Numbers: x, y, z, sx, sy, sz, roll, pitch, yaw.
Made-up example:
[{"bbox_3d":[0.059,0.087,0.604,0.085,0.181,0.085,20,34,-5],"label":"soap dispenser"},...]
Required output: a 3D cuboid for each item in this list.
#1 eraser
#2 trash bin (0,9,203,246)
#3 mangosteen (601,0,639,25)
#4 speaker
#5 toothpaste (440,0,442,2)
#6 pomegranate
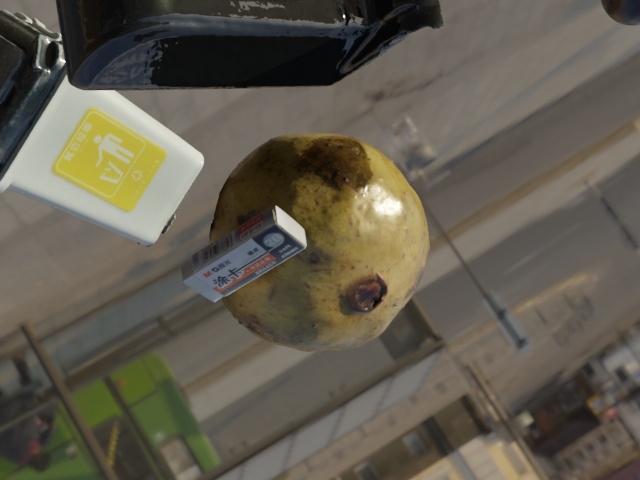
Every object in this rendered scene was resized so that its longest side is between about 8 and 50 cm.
[{"bbox_3d":[-0.076,0.015,1.229,0.122,0.029,0.052,-31,134,22],"label":"eraser"},{"bbox_3d":[-0.393,-0.164,1.909,0.368,0.296,0.255,30,91,-43],"label":"trash bin"},{"bbox_3d":[0.531,-0.422,2.047,0.140,0.140,0.140,-30,166,-8],"label":"mangosteen"},{"bbox_3d":[-0.081,-0.274,1.364,0.388,0.180,0.184,-5,170,-31],"label":"speaker"},{"bbox_3d":[0.199,-0.449,2.109,0.392,0.098,0.061,-39,-161,-9],"label":"toothpaste"},{"bbox_3d":[0.000,0.000,1.540,0.281,0.281,0.281,-30,166,-8],"label":"pomegranate"}]
